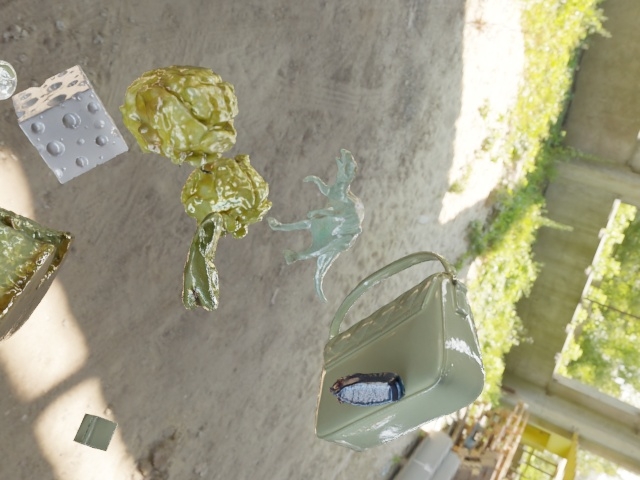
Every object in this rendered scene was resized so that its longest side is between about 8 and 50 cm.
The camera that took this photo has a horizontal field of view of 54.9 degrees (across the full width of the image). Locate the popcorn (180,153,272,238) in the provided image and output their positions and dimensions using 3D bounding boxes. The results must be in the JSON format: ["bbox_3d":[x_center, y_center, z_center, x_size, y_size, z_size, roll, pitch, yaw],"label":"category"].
[{"bbox_3d":[-0.263,-0.127,1.746,0.195,0.256,0.255,-128,-131,-84],"label":"popcorn"}]

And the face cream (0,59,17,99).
[{"bbox_3d":[-0.868,-0.400,1.449,0.092,0.311,0.092,14,90,-72],"label":"face cream"}]

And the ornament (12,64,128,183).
[{"bbox_3d":[-0.802,-0.375,1.976,0.239,0.240,0.239,-31,132,-9],"label":"ornament"}]

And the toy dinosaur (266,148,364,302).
[{"bbox_3d":[0.000,0.000,1.327,0.205,0.092,0.393,-13,120,-7],"label":"toy dinosaur"}]

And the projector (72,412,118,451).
[{"bbox_3d":[-0.635,0.541,1.737,0.083,0.083,0.082,39,58,-38],"label":"projector"}]

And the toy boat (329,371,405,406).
[{"bbox_3d":[0.048,0.156,0.651,0.038,0.083,0.038,-5,90,-73],"label":"toy boat"}]

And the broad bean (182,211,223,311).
[{"bbox_3d":[-0.242,0.042,1.263,0.153,0.072,0.206,153,-61,-84],"label":"broad bean"}]

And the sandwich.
[{"bbox_3d":[-0.288,0.032,0.477,0.128,0.122,0.236,-61,-164,-2],"label":"sandwich"}]

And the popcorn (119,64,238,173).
[{"bbox_3d":[-0.288,-0.255,1.295,0.249,0.249,0.225,-39,138,-47],"label":"popcorn"}]

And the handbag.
[{"bbox_3d":[0.087,0.125,0.763,0.256,0.079,0.219,-39,-144,40],"label":"handbag"}]
